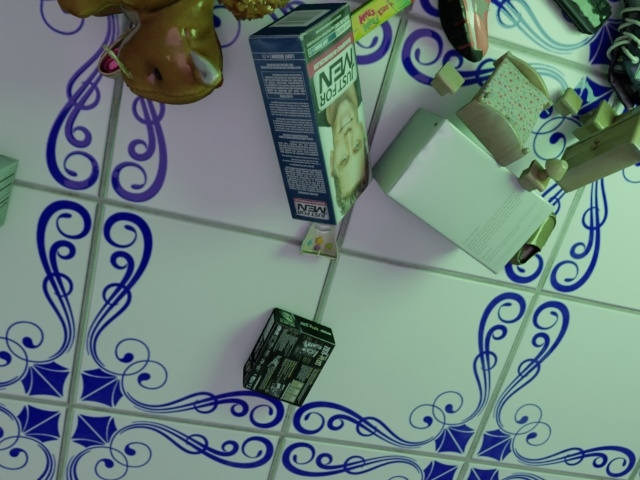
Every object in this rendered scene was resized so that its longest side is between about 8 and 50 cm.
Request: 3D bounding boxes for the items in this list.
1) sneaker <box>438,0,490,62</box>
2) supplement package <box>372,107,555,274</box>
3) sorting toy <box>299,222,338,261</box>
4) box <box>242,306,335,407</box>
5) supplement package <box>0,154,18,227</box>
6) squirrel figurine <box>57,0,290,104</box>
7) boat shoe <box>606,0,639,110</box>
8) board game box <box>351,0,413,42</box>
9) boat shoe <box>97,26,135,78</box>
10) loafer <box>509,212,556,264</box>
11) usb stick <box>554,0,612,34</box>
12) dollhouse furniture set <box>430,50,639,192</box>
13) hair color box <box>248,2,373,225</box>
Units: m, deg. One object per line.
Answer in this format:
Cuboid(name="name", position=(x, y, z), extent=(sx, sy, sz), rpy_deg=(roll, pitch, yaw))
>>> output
Cuboid(name="sneaker", position=(0.286, -0.490, 1.027), extent=(0.136, 0.116, 0.313), rpy_deg=(-18, 111, -2))
Cuboid(name="supplement package", position=(0.275, -0.103, 1.132), extent=(0.293, 0.175, 0.177), rpy_deg=(34, 104, -17))
Cuboid(name="sorting toy", position=(0.000, 0.000, 1.208), extent=(0.083, 0.045, 0.075), rpy_deg=(11, 101, -11))
Cuboid(name="box", position=(-0.073, 0.263, 1.271), extent=(0.148, 0.077, 0.180), rpy_deg=(23, 106, -14))
Cuboid(name="supplement package", position=(-0.716, -0.098, 0.990), extent=(0.262, 0.204, 0.145), rpy_deg=(18, 105, -13))
Cuboid(name="squirrel figurine", position=(-0.209, -0.421, 0.890), extent=(0.397, 0.281, 0.370), rpy_deg=(-23, 102, -8))
Cuboid(name="boat shoe", position=(0.626, -0.409, 1.090), extent=(0.158, 0.127, 0.340), rpy_deg=(-36, 112, 0))
Cuboid(name="board game box", position=(0.089, -0.415, 1.040), extent=(0.181, 0.092, 0.043), rpy_deg=(-34, 109, 5))
Cuboid(name="boat shoe", position=(-0.334, -0.352, 1.025), extent=(0.170, 0.059, 0.063), rpy_deg=(-38, 110, 7))
Cuboid(name="loafer", position=(0.481, 0.000, 1.263), extent=(0.056, 0.050, 0.148), rpy_deg=(28, 104, -16))
Cuboid(name="usb stick", position=(0.454, -0.512, 1.079), extent=(0.278, 0.045, 0.077), rpy_deg=(39, 94, -18))
Cuboid(name="dollhouse furniture set", position=(0.430, -0.281, 1.035), extent=(0.355, 0.174, 0.303), rpy_deg=(44, 57, -10))
Cuboid(name="hair color box", position=(-0.003, -0.219, 1.003), extent=(0.105, 0.174, 0.347), rpy_deg=(11, 131, 28))
